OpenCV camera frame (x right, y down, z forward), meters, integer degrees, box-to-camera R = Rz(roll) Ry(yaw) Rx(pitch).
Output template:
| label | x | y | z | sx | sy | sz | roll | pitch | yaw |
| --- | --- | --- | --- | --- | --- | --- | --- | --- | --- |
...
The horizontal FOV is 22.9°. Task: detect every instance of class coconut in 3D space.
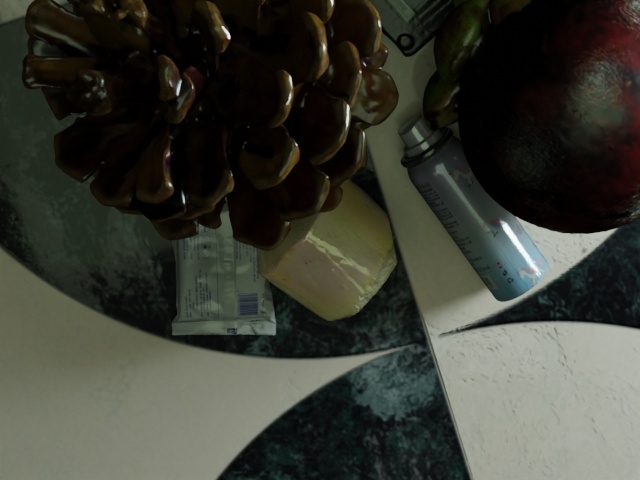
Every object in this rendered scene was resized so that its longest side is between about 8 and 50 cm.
| label | x | y | z | sx | sy | sz | roll | pitch | yaw |
| --- | --- | --- | --- | --- | --- | --- | --- | --- | --- |
| coconut | 0.000 | 0.000 | 1.754 | 0.152 | 0.147 | 0.147 | 39 | 102 | -10 |

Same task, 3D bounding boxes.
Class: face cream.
| label | x | y | z | sx | sy | sz | roll | pitch | yaw |
| --- | --- | --- | --- | --- | --- | --- | --- | --- | --- |
| face cream | 0.165 | -0.040 | 1.778 | 0.075 | 0.075 | 0.229 | -35 | 105 | 9 |

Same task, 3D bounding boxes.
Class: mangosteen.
| label | x | y | z | sx | sy | sz | roll | pitch | yaw |
| --- | --- | --- | --- | --- | --- | --- | --- | --- | --- |
| mangosteen | 0.267 | -0.158 | 1.642 | 0.311 | 0.311 | 0.311 | 0 | 107 | -1 |

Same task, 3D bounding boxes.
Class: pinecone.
| label | x | y | z | sx | sy | sz | roll | pitch | yaw |
| --- | --- | --- | --- | --- | --- | --- | --- | --- | --- |
| pinecone | -0.137 | -0.161 | 1.562 | 0.384 | 0.384 | 0.384 | 0 | 107 | -1 |

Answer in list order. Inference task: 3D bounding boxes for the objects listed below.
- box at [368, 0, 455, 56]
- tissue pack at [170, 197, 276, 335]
| label | x | y | z | sx | sy | sz | roll | pitch | yaw |
| --- | --- | --- | --- | --- | --- | --- | --- | --- | --- |
| box | 0.100 | -0.283 | 1.729 | 0.125 | 0.027 | 0.126 | -41 | 103 | 10 |
| tissue pack | -0.113 | 0.019 | 1.817 | 0.122 | 0.026 | 0.193 | -1 | 107 | -1 |
